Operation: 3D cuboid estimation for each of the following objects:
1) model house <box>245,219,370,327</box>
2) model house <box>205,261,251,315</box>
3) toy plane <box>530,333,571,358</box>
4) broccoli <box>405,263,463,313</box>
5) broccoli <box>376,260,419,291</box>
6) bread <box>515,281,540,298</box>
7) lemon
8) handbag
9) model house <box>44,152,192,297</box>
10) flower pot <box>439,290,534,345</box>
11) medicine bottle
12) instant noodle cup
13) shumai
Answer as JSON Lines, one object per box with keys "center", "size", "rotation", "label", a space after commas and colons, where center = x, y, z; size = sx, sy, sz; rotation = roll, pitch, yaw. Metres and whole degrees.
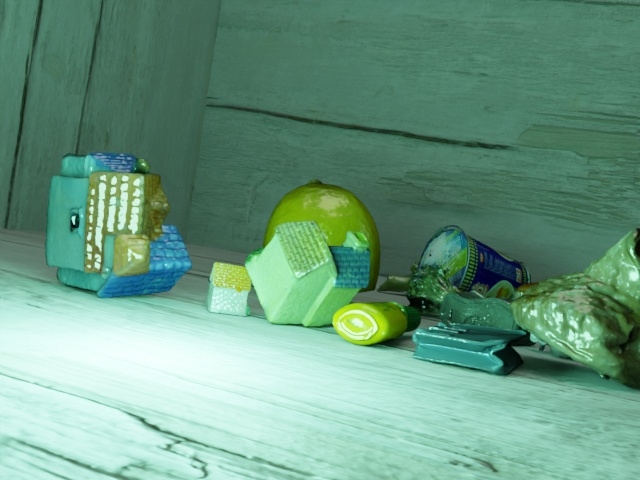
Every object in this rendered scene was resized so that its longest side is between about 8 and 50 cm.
{"center": [-0.007, 0.044, 1.451], "size": [0.214, 0.189, 0.195], "rotation": [7, 46, -35], "label": "model house"}
{"center": [-0.187, 0.097, 1.497], "size": [0.087, 0.100, 0.100], "rotation": [8, 0, -16], "label": "model house"}
{"center": [0.546, 0.213, 1.612], "size": [0.173, 0.080, 0.174], "rotation": [7, 11, -1], "label": "toy plane"}
{"center": [0.390, 0.172, 2.018], "size": [0.304, 0.146, 0.164], "rotation": [24, 14, 35], "label": "broccoli"}
{"center": [0.401, 0.127, 2.769], "size": [0.301, 0.186, 0.254], "rotation": [15, 12, 17], "label": "broccoli"}
{"center": [0.686, 0.192, 2.145], "size": [0.204, 0.156, 0.288], "rotation": [6, 1, 32], "label": "bread"}
{"center": [0.000, 0.000, 2.024], "size": [0.363, 0.365, 0.364], "rotation": [8, 1, 0], "label": "lemon"}
{"center": [0.269, 0.190, 1.312], "size": [0.179, 0.062, 0.229], "rotation": [5, 0, 24], "label": "handbag"}
{"center": [-0.380, -0.029, 1.469], "size": [0.251, 0.295, 0.329], "rotation": [3, 1, -38], "label": "model house"}
{"center": [0.403, 0.181, 1.737], "size": [0.108, 0.103, 0.229], "rotation": [6, 2, -44], "label": "flower pot"}
{"center": [0.128, 0.157, 1.422], "size": [0.111, 0.076, 0.309], "rotation": [11, 2, 26], "label": "medicine bottle"}
{"center": [0.528, 0.126, 2.445], "size": [0.312, 0.284, 0.284], "rotation": [18, -3, -24], "label": "instant noodle cup"}
{"center": [0.516, 0.095, 1.356], "size": [0.266, 0.263, 0.314], "rotation": [26, 4, -21], "label": "shumai"}
